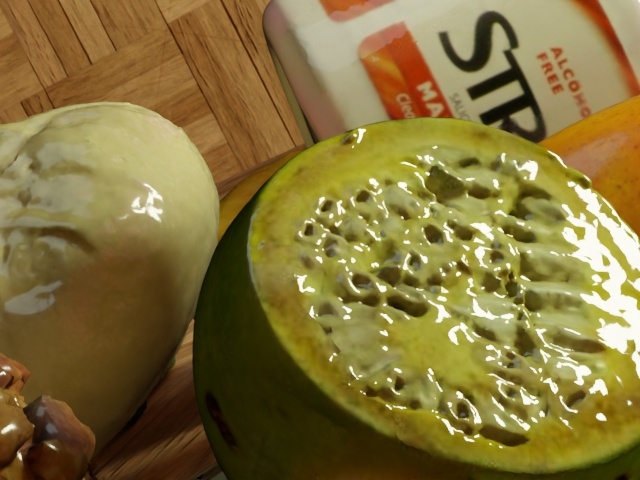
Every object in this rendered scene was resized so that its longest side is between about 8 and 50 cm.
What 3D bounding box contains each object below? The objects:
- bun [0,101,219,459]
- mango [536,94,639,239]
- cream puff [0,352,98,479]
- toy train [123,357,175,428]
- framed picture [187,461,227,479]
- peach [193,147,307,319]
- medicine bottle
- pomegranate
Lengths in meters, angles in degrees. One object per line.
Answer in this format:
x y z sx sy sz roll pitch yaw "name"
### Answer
-0.240 0.037 1.198 0.361 0.213 0.361 -33 26 19 "bun"
0.146 0.003 0.795 0.252 0.126 0.154 -22 -13 -1 "mango"
-0.260 0.145 0.716 0.327 0.231 0.343 -18 13 -16 "cream puff"
-0.208 0.121 1.432 0.137 0.090 0.225 -18 10 12 "toy train"
0.010 0.119 0.976 0.136 0.010 0.201 -30 9 -28 "framed picture"
0.000 0.000 1.291 0.251 0.153 0.251 -32 4 3 "peach"
0.117 -0.077 0.978 0.240 0.253 0.252 -26 8 -2 "medicine bottle"
0.047 0.081 0.651 0.189 0.241 0.159 -7 -37 -24 "pomegranate"
